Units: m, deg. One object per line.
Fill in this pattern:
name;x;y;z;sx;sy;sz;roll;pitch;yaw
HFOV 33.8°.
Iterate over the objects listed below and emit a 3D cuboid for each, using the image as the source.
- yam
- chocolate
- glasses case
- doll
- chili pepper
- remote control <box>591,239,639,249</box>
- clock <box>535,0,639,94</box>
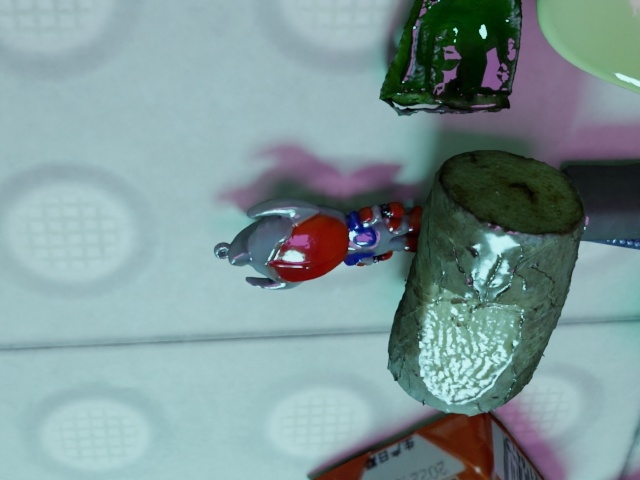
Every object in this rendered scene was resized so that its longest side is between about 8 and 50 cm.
yam;0.149;0.033;0.941;0.154;0.154;0.254;-1;135;-8
chocolate;0.142;0.326;1.213;0.235;0.108;0.237;-27;129;15
glasses case;0.319;-0.039;0.964;0.191;0.072;0.042;-2;146;-7
doll;0.000;-0.001;0.956;0.195;0.062;0.104;-7;159;-11
chili pepper;0.117;-0.180;0.829;0.108;0.062;0.216;4;128;-19
remote control;0.263;-0.019;1.002;0.153;0.027;0.043;9;123;-17
clock;0.332;-0.248;0.719;0.286;0.117;0.348;22;123;3
